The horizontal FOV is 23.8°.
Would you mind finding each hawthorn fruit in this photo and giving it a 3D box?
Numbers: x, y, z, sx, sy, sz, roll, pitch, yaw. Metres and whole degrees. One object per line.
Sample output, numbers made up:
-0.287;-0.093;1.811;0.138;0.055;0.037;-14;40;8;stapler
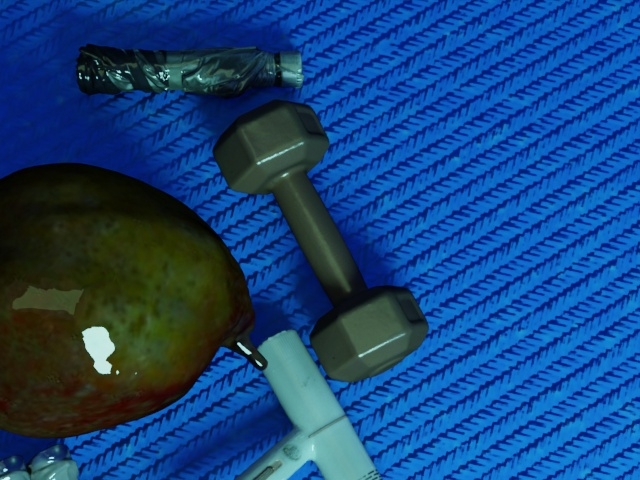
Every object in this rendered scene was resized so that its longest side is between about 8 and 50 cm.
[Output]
-0.157;0.053;1.147;0.248;0.208;0.208;11;77;-14;hawthorn fruit

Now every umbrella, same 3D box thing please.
-0.108;-0.137;1.256;0.188;0.046;0.050;0;70;-5;umbrella

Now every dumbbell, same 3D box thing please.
0.000;0.000;1.204;0.082;0.092;0.231;-32;77;22;dumbbell

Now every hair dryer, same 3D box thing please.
-0.059;0.172;1.166;0.183;0.044;0.155;-25;76;-21;hair dryer

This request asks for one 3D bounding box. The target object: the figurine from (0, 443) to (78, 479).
-0.175;0.288;1.115;0.274;0.194;0.133;44;124;4;figurine
